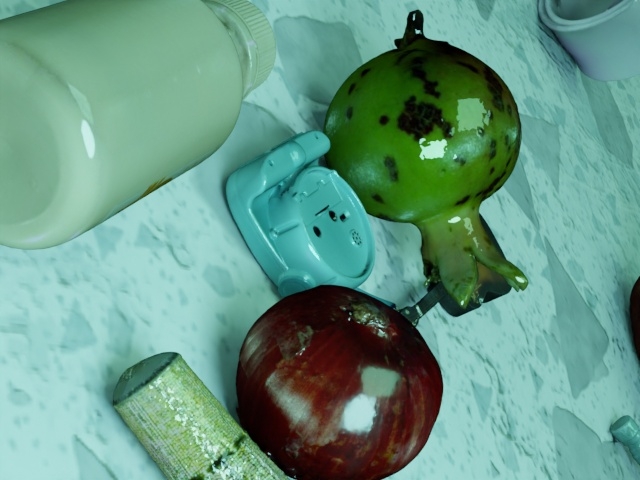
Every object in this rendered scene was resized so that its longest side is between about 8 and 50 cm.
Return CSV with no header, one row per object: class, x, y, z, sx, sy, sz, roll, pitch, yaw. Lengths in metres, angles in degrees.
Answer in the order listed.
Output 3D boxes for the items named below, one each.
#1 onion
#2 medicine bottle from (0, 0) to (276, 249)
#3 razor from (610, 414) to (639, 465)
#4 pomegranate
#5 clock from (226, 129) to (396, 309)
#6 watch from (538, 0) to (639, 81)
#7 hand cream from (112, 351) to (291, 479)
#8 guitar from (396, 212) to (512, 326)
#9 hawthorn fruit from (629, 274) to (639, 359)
onion,0.010,0.088,0.702,0.131,0.131,0.131,35,42,-39
medicine bottle,-0.106,-0.087,0.659,0.114,0.114,0.252,60,31,-7
razor,0.373,0.265,1.160,0.232,0.106,0.068,50,33,-5
pomegranate,0.096,-0.055,0.889,0.156,0.156,0.220,-8,61,-57
clock,-0.001,0.000,0.820,0.147,0.045,0.108,61,33,-6
watch,0.361,-0.322,1.472,0.211,0.248,0.218,43,63,-33
hand cream,-0.041,0.148,0.636,0.203,0.084,0.084,51,33,-7
guitar,0.102,0.037,0.964,0.088,0.025,0.233,62,32,-3
hawthorn fruit,0.442,0.090,1.264,0.224,0.224,0.261,6,48,-54
